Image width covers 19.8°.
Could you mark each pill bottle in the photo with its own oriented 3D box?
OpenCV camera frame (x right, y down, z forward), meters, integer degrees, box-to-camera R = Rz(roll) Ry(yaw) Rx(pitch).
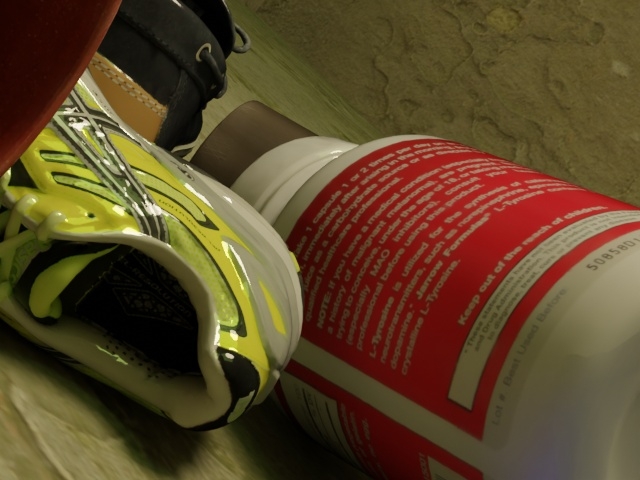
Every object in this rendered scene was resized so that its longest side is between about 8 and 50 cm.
[{"bbox_3d":[0.099,0.061,1.187,0.229,0.229,0.408,33,-4,-38],"label":"pill bottle"}]

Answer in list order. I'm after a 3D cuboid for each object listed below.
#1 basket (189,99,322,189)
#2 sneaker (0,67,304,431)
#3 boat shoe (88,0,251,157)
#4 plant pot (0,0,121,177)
[{"bbox_3d":[0.000,0.000,1.501,0.227,0.154,0.204,35,36,11],"label":"basket"},{"bbox_3d":[-0.168,-0.038,1.011,0.385,0.145,0.147,34,15,-9],"label":"sneaker"},{"bbox_3d":[-0.149,-0.162,1.488,0.187,0.156,0.500,36,8,-8],"label":"boat shoe"},{"bbox_3d":[-0.268,-0.164,0.862,0.265,0.272,0.272,36,7,16],"label":"plant pot"}]
